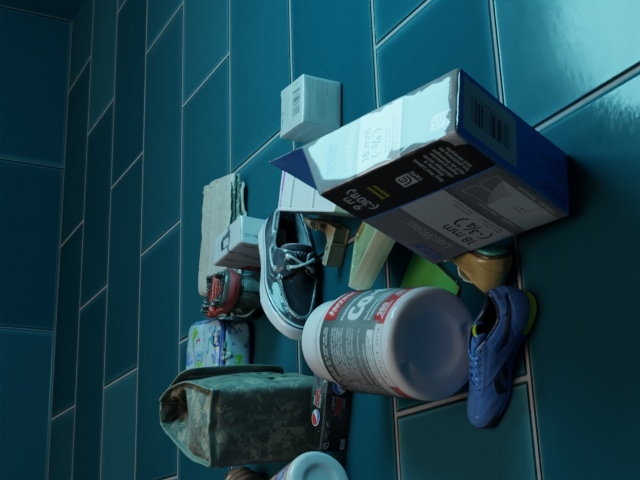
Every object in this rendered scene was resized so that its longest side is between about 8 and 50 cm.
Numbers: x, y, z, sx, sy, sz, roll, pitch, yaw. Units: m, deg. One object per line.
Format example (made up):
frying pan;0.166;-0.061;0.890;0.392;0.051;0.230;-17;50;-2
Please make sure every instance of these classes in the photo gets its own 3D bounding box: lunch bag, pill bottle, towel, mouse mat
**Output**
lunch bag;-0.228;0.263;2.186;0.219;0.090;0.176;-11;76;63
pill bottle;0.093;0.153;1.497;0.283;0.161;0.161;-9;75;61
pill bottle;-0.047;0.462;1.742;0.216;0.121;0.121;-48;42;47
towel;-0.229;-0.009;2.304;0.187;0.049;0.282;-10;75;63
mouse mat;0.155;0.119;1.571;0.152;0.007;0.190;49;126;56
lunch bag;-0.153;0.320;1.860;0.287;0.235;0.169;-3;86;62

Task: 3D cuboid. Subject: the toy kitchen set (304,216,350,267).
toy kitchen set;0.000;0.000;1.834;0.083;0.068;0.075;32;111;61

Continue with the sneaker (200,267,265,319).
sneaker;-0.175;0.119;2.085;0.276;0.135;0.098;158;121;-72

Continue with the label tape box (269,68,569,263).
label tape box;0.124;-0.070;1.321;0.333;0.240;0.106;-23;51;40

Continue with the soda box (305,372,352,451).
soda box;0.018;0.281;1.740;0.060;0.053;0.169;0;83;63

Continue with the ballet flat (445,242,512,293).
ballet flat;0.196;0.012;1.449;0.232;0.080;0.073;-134;41;-59

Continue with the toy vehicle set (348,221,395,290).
toy vehicle set;0.116;-0.063;1.591;0.166;0.035;0.267;-79;12;-59

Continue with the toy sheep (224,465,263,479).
toy sheep;-0.148;0.501;1.973;0.132;0.091;0.091;41;120;43

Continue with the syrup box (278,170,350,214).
syrup box;0.015;-0.093;1.801;0.237;0.093;0.096;7;89;63

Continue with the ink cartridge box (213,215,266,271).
ink cartridge box;-0.146;0.009;2.069;0.150;0.109;0.063;-36;49;55

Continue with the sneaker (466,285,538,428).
sneaker;0.223;0.158;1.348;0.069;0.082;0.209;41;120;56

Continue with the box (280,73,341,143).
box;-0.019;-0.251;1.918;0.102;0.087;0.101;-26;60;59

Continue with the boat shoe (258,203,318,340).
boat shoe;-0.052;0.049;1.893;0.301;0.108;0.102;-99;29;-43
